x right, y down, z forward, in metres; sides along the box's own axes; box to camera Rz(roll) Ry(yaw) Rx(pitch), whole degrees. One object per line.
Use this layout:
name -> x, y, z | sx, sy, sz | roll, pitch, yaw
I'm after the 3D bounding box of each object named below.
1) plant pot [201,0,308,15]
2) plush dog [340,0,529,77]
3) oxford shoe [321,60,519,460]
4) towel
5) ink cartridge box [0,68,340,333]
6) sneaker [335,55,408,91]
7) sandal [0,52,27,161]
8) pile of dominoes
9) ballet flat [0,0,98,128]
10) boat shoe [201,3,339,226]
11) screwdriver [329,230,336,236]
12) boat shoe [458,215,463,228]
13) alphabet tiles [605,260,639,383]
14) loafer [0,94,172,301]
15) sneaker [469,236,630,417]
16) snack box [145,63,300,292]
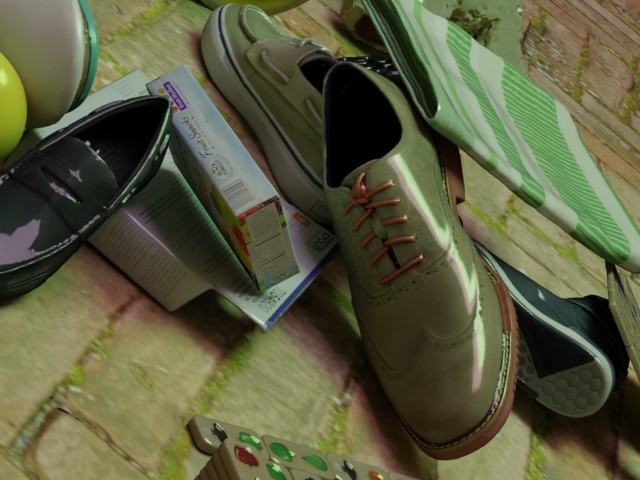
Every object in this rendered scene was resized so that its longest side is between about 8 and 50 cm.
plant pot -> -0.079, -0.371, 1.883 | 0.254, 0.254, 0.239 | 19, 44, -41
plush dog -> 0.130, -0.304, 2.167 | 0.262, 0.210, 0.225 | 22, 3, -35
oxford shoe -> 0.055, 0.009, 1.403 | 0.130, 0.123, 0.348 | 42, 24, -44
towel -> 0.161, -0.108, 1.610 | 0.325, 0.038, 0.248 | 34, 23, -40
ink cartridge box -> -0.104, -0.024, 1.386 | 0.224, 0.045, 0.223 | 40, 22, 2
sneaker -> 0.061, -0.100, 1.748 | 0.107, 0.124, 0.283 | -3, 17, -7
sandal -> -0.331, -0.132, 1.148 | 0.317, 0.126, 0.138 | 32, 26, -12
pile of dominoes -> 0.035, 0.193, 1.180 | 0.251, 0.040, 0.196 | 20, 27, -37
ballet flat -> -0.290, -0.199, 1.345 | 0.139, 0.139, 0.400 | 20, 20, -38
boat shoe -> -0.017, -0.134, 1.678 | 0.109, 0.094, 0.302 | 19, 29, -41
screwdriver -> 0.000, 0.000, 1.538 | 0.025, 0.024, 0.170 | 17, 11, 30
boat shoe -> 0.093, 0.001, 1.655 | 0.049, 0.040, 0.142 | 41, 21, 7
alphabet tiles -> 0.293, 0.112, 1.647 | 0.237, 0.009, 0.198 | -64, 131, -74
loafer -> -0.171, -0.034, 1.201 | 0.076, 0.078, 0.223 | 41, 41, 4
sneaker -> 0.173, 0.060, 1.604 | 0.226, 0.086, 0.163 | 42, 20, 13
snack box -> -0.069, -0.044, 1.303 | 0.141, 0.037, 0.100 | 55, -12, 31
